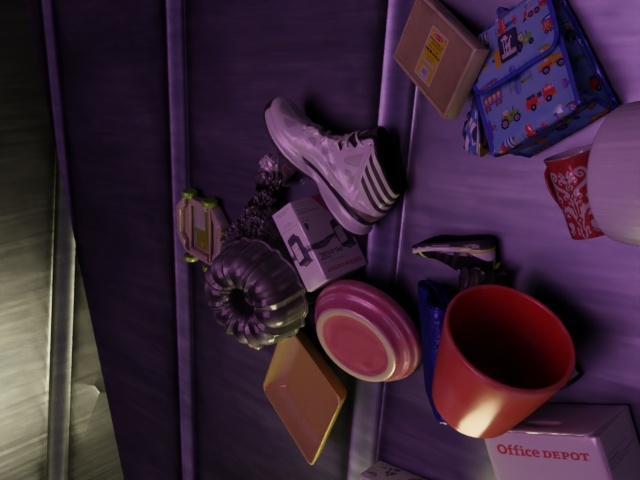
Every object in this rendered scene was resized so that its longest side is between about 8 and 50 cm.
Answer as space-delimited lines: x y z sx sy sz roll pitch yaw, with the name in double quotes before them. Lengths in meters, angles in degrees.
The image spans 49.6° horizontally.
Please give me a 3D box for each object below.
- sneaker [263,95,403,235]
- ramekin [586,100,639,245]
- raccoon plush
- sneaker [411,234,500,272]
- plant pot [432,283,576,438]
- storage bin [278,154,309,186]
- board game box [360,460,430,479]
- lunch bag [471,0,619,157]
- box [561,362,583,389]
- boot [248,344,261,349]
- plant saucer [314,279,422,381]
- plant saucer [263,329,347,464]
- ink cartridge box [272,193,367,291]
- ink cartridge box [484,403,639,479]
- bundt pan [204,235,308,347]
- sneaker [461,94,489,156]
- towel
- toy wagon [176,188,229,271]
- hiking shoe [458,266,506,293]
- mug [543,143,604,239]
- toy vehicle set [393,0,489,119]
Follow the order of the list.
"sneaker" 0.056 -0.257 1.800 0.447 0.169 0.257 52 127 10
"ramekin" 0.578 -0.113 1.177 0.135 0.277 0.277 10 111 53
"raccoon plush" -0.120 0.003 2.041 0.299 0.216 0.446 29 124 28
"sneaker" 0.317 0.043 1.653 0.235 0.084 0.097 0 105 48
"plant pot" 0.361 0.271 1.461 0.275 0.275 0.243 43 142 28
"storage bin" -0.069 -0.225 1.976 0.135 0.098 0.091 -40 64 47
"board game box" 0.264 0.791 1.982 0.303 0.097 0.224 5 109 48
"lunch bag" 0.420 -0.345 1.389 0.221 0.138 0.293 -33 67 50
"box" 0.475 0.259 1.566 0.147 0.077 0.180 -40 74 47
"boot" -0.183 0.285 2.229 0.262 0.095 0.203 -114 30 -51
"plant saucer" 0.112 0.263 1.885 0.332 0.084 0.332 22 134 25
"plant saucer" -0.040 0.473 2.178 0.333 0.081 0.333 51 136 36
"ink cartridge box" 0.000 0.000 1.915 0.100 0.172 0.237 -33 80 48
"ink cartridge box" 0.563 0.568 1.517 0.285 0.166 0.395 -14 95 48
"bundt pan" -0.200 0.163 1.957 0.331 0.124 0.331 18 123 30
"sneaker" 0.342 -0.259 1.539 0.059 0.053 0.144 19 116 45
"towel" 0.297 0.268 1.706 0.227 0.076 0.308 -89 -6 -75
"toy wagon" -0.392 -0.023 2.415 0.344 0.068 0.267 24 121 39
"hiking shoe" 0.378 0.153 1.621 0.114 0.086 0.227 0 139 6
"mug" 0.524 -0.098 1.384 0.113 0.150 0.169 -17 96 13
"toy vehicle set" 0.256 -0.409 1.520 0.267 0.035 0.166 63 144 41
